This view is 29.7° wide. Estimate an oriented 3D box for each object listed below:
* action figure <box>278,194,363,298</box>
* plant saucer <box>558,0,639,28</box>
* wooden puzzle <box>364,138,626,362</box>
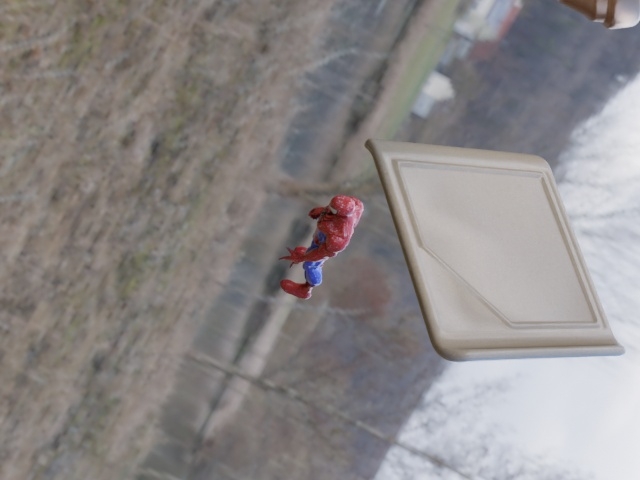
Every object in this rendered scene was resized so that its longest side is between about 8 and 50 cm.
[{"bbox_3d":[0.000,0.000,0.666,0.038,0.030,0.115,-62,-176,-25],"label":"action figure"},{"bbox_3d":[0.117,-0.200,0.600,0.200,0.037,0.200,-15,90,-81],"label":"plant saucer"},{"bbox_3d":[0.158,0.011,1.120,0.044,0.221,0.238,-48,-129,43],"label":"wooden puzzle"}]
